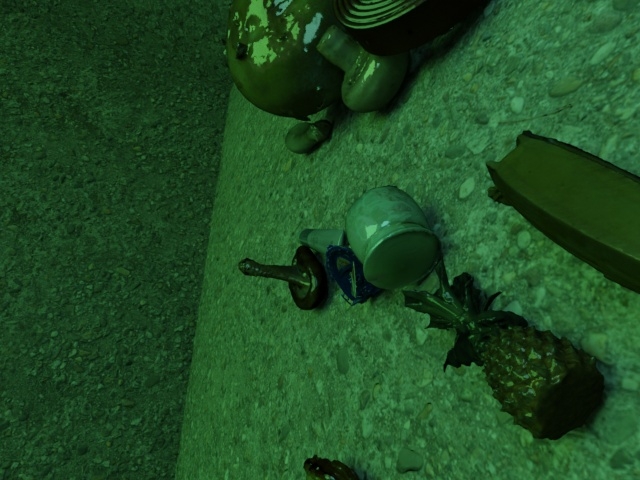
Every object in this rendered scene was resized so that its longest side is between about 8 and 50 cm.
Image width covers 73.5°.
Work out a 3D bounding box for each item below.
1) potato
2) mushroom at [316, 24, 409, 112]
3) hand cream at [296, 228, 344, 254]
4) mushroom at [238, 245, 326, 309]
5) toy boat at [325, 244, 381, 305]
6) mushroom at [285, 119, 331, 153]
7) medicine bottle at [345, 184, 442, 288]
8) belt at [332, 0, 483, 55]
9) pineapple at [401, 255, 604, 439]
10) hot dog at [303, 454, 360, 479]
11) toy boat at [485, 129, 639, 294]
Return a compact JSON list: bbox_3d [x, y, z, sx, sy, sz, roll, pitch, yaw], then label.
[{"bbox_3d":[-0.048,-0.544,1.153,0.442,0.385,0.319,-62,28,17],"label":"potato"},{"bbox_3d":[0.108,-0.412,0.995,0.206,0.209,0.206,-15,64,33],"label":"mushroom"},{"bbox_3d":[0.000,0.000,1.170,0.255,0.048,0.079,12,97,64],"label":"hand cream"},{"bbox_3d":[-0.105,0.093,1.128,0.227,0.218,0.148,-141,61,-64],"label":"mushroom"},{"bbox_3d":[0.064,0.074,0.840,0.091,0.175,0.110,-32,30,11],"label":"toy boat"},{"bbox_3d":[-0.049,-0.344,1.404,0.116,0.093,0.225,-56,19,-6],"label":"mushroom"},{"bbox_3d":[0.127,-0.004,0.776,0.147,0.147,0.143,-60,32,32],"label":"medicine bottle"},{"bbox_3d":[0.191,-0.502,0.806,0.339,0.122,0.217,-26,67,28],"label":"belt"},{"bbox_3d":[0.218,0.118,0.560,0.277,0.119,0.130,-135,43,-64],"label":"pineapple"},{"bbox_3d":[0.017,0.534,0.771,0.175,0.114,0.259,-9,71,59],"label":"hot dog"},{"bbox_3d":[0.296,-0.016,0.453,0.089,0.121,0.321,-43,33,10],"label":"toy boat"}]
